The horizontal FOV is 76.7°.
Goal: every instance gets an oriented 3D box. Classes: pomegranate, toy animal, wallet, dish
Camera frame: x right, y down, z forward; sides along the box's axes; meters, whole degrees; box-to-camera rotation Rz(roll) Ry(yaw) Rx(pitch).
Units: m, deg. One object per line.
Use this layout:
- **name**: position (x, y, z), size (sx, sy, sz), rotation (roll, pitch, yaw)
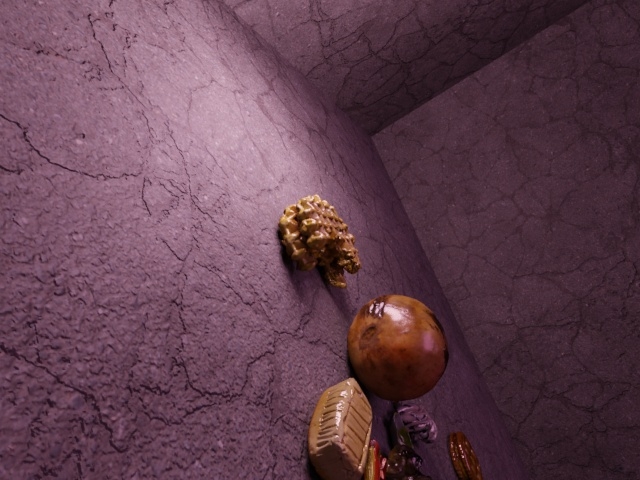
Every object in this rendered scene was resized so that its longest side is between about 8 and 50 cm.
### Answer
- **pomegranate**: position (0.229, 0.320, 1.229), size (0.322, 0.321, 0.322), rotation (47, 26, -32)
- **toy animal**: position (0.258, 0.666, 1.075), size (0.121, 0.233, 0.169), rotation (25, 81, -41)
- **wallet**: position (0.119, 0.593, 0.916), size (0.241, 0.067, 0.141), rotation (-80, 163, -54)
- **dish**: position (0.241, 0.609, 1.258), size (0.091, 0.039, 0.137), rotation (13, 56, -57)

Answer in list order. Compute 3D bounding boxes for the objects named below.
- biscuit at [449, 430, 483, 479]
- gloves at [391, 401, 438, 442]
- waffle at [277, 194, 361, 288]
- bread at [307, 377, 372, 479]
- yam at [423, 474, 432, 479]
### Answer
- **biscuit**: position (0.599, 0.903, 1.667), size (0.220, 0.066, 0.221), rotation (48, 26, -33)
- **gloves**: position (0.317, 0.603, 1.355), size (0.212, 0.110, 0.128), rotation (53, 25, -38)
- **waffle**: position (0.000, 0.000, 1.299), size (0.324, 0.151, 0.261), rotation (36, 29, -54)
- **bread**: position (0.046, 0.438, 0.941), size (0.140, 0.106, 0.236), rotation (56, 23, -10)
- **yam**: position (0.313, 0.745, 1.274), size (0.129, 0.027, 0.033), rotation (45, 49, -37)
